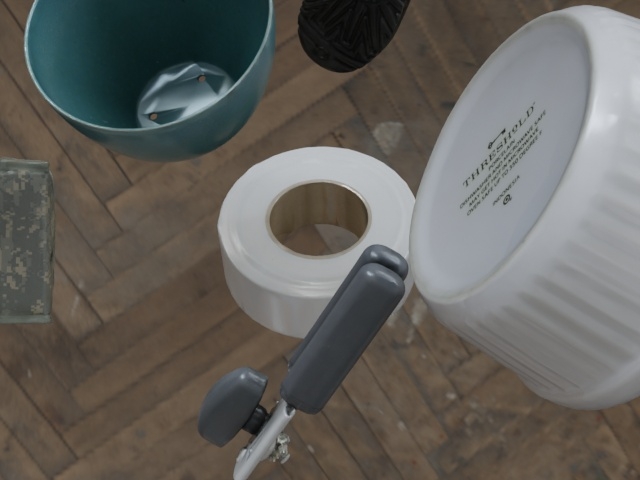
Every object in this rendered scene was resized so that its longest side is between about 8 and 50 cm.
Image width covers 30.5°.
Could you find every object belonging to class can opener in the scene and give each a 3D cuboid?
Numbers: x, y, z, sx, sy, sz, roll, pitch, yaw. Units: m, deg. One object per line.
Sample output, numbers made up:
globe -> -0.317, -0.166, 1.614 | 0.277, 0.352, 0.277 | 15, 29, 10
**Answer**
can opener -> -0.021, 0.115, 1.068 | 0.093, 0.074, 0.280 | 33, 118, -10

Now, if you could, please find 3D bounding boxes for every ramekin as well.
ramekin -> 0.168, -0.032, 0.795 | 0.127, 0.273, 0.273 | 23, 95, -19

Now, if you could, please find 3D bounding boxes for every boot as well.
boot -> 0.118, -0.410, 1.643 | 0.131, 0.260, 0.348 | 37, 128, 1

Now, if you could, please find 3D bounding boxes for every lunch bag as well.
lunch bag -> -0.476, -0.005, 1.735 | 0.169, 0.287, 0.235 | 0, 95, -17

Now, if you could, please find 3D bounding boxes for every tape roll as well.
tape roll -> 0.000, 0.000, 1.665 | 0.286, 0.286, 0.100 | -16, 141, -12

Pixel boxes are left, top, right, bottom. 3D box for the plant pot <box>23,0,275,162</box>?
plant pot -> -0.182, -0.208, 1.415 | 0.290, 0.195, 0.290 | -4, 64, 8
